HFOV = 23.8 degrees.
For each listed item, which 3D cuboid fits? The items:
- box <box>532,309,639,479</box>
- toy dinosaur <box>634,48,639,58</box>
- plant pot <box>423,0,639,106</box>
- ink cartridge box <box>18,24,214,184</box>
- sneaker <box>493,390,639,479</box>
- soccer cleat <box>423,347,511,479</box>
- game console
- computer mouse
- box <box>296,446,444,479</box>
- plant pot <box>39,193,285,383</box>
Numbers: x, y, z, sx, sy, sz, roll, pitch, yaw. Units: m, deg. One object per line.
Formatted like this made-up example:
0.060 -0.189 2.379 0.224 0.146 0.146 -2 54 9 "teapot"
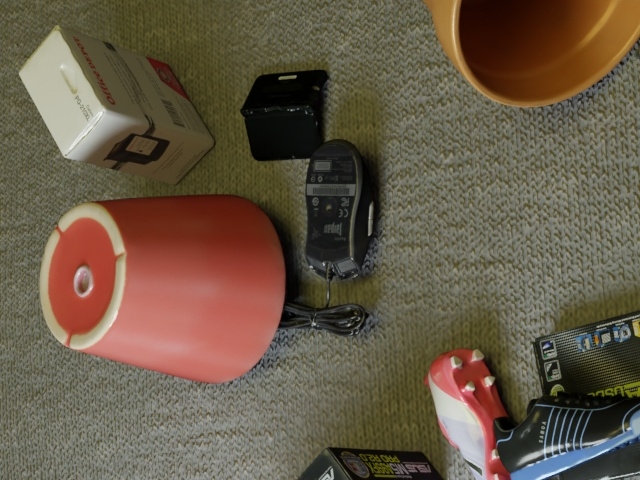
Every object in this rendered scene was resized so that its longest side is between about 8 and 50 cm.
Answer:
0.353 0.183 1.767 0.190 0.045 0.184 -18 71 32 "box"
0.477 -0.189 1.733 0.268 0.064 0.118 47 116 34 "toy dinosaur"
0.235 -0.332 1.810 0.291 0.291 0.203 -56 40 14 "plant pot"
-0.289 -0.189 2.157 0.100 0.237 0.172 -44 60 21 "ink cartridge box"
0.296 0.206 1.728 0.232 0.081 0.090 -29 75 31 "sneaker"
0.200 0.250 1.854 0.095 0.083 0.248 -48 60 54 "soccer cleat"
-0.043 -0.176 2.122 0.122 0.071 0.107 -1 52 34 "game console"
0.000 0.000 2.041 0.184 0.060 0.262 -5 84 40 "computer mouse"
0.002 0.369 1.878 0.270 0.216 0.060 -49 57 18 "box"
-0.225 0.058 2.043 0.275 0.243 0.275 -7 80 46 "plant pot"
